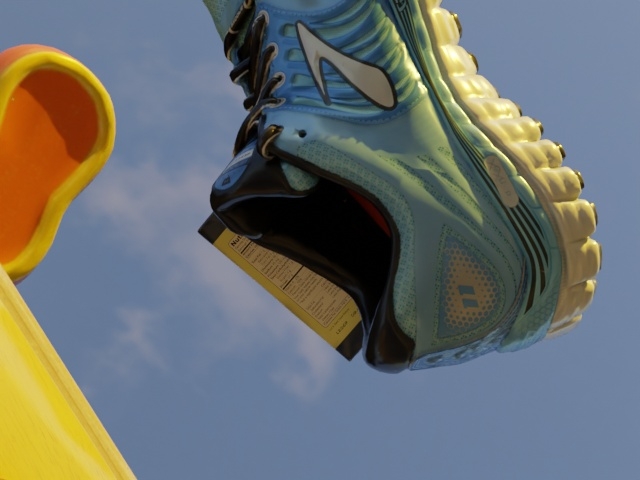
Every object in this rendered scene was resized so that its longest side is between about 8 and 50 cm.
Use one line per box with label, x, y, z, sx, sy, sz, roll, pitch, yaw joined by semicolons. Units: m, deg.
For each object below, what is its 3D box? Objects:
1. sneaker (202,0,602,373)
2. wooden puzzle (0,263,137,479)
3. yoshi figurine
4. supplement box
sneaker;-0.001;-0.036;0.383;0.073;0.063;0.162;-24;-116;-24
wooden puzzle;-0.133;0.067;0.454;0.238;0.044;0.221;64;-154;-11
yoshi figurine;-0.235;-0.073;0.708;0.203;0.362;0.203;-29;-74;-29
supplement box;0.000;0.000;0.655;0.083;0.083;0.056;41;-86;0
